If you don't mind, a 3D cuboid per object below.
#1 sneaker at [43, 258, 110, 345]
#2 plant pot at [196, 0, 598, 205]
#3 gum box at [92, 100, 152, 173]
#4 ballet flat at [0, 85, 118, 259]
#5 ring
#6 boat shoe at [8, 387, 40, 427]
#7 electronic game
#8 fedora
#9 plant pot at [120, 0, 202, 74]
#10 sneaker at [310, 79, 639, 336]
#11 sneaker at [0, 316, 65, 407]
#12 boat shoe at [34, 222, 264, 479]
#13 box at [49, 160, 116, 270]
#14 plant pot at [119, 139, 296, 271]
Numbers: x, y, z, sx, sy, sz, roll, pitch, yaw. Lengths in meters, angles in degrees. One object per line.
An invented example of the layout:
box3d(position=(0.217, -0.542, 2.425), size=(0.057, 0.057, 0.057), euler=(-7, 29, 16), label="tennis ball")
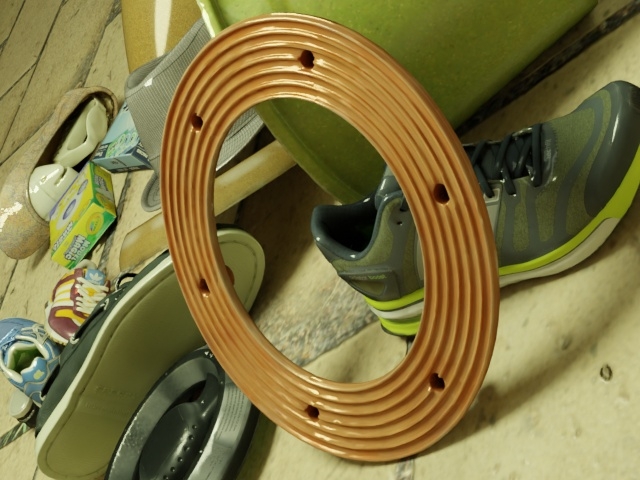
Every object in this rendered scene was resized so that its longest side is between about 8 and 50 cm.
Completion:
box3d(position=(-0.290, 0.076, 1.627), size=(0.084, 0.069, 0.185), euler=(-60, 25, 5), label="sneaker")
box3d(position=(0.078, -0.201, 1.110), size=(0.254, 0.276, 0.276), euler=(-34, 31, 19), label="plant pot")
box3d(position=(-0.235, -0.184, 1.875), size=(0.157, 0.041, 0.184), euler=(1, 62, 61), label="gum box")
box3d(position=(-0.387, -0.114, 2.003), size=(0.106, 0.107, 0.316), euler=(-11, 49, 39), label="ballet flat")
box3d(position=(0.000, 0.000, 0.984), size=(0.032, 0.337, 0.336), euler=(-23, -1, -41), label="ring")
box3d(position=(-0.345, 0.171, 1.650), size=(0.046, 0.038, 0.125), euler=(-17, 43, 27), label="boat shoe")
box3d(position=(-0.127, 0.191, 1.218), size=(0.229, 0.048, 0.229), euler=(-43, 27, 28), label="electronic game")
box3d(position=(-0.131, -0.167, 1.484), size=(0.243, 0.124, 0.275), euler=(-27, 19, 43), label="fedora")
box3d(position=(-0.155, -0.297, 1.694), size=(0.237, 0.237, 0.254), euler=(-14, 63, 56), label="plant pot")
box3d(position=(0.109, -0.029, 0.967), size=(0.300, 0.121, 0.111), euler=(-35, 32, 38), label="sneaker")
box3d(position=(-0.344, 0.132, 1.592), size=(0.080, 0.081, 0.211), euler=(-47, 37, -11), label="sneaker")
box3d(position=(-0.181, 0.092, 1.346), size=(0.340, 0.127, 0.113), euler=(-55, 35, 25), label="boat shoe")
box3d(position=(-0.332, -0.030, 1.866), size=(0.105, 0.043, 0.179), euler=(-51, 27, 12), label="box")
box3d(position=(-0.108, -0.044, 1.352), size=(0.236, 0.032, 0.236), euler=(-31, 6, 3), label="plant pot")
